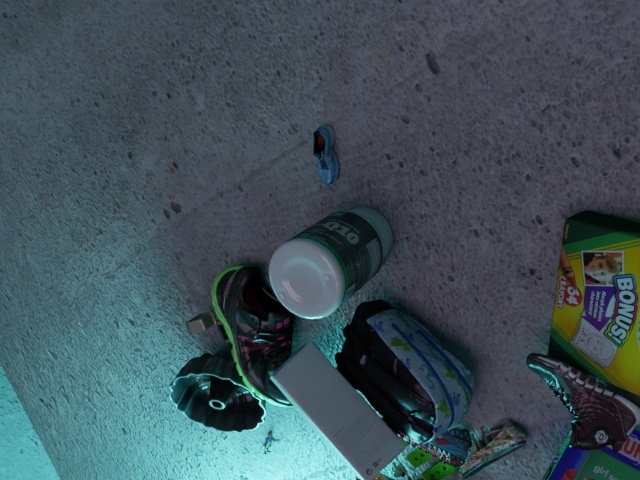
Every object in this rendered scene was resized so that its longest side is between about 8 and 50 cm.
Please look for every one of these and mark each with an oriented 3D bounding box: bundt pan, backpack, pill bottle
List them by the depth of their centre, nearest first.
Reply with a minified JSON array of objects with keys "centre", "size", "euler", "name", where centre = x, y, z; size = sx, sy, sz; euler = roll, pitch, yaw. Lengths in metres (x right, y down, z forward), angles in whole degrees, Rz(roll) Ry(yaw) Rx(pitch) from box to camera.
[{"centre":[0.042,0.041,1.669],"size":[0.204,0.361,0.204],"euler":[10,112,25],"name":"pill bottle"},{"centre":[0.234,0.366,1.748],"size":[0.355,0.273,0.290],"euler":[53,139,46],"name":"backpack"},{"centre":[-0.322,0.489,2.131],"size":[0.331,0.124,0.331],"euler":[7,132,8],"name":"bundt pan"}]

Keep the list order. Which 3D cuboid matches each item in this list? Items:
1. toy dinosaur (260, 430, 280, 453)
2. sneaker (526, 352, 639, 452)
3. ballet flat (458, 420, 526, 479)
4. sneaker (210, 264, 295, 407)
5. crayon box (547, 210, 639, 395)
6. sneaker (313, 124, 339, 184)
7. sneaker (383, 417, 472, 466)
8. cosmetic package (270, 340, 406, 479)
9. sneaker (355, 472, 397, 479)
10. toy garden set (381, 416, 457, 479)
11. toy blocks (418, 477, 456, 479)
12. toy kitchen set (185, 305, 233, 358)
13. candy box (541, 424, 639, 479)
[{"centre":[-0.184,0.688,2.226],"size":[0.090,0.047,0.082],"euler":[2,91,39],"name":"toy dinosaur"},{"centre":[0.585,0.389,1.511],"size":[0.281,0.106,0.162],"euler":[29,80,22],"name":"sneaker"},{"centre":[0.470,0.580,1.811],"size":[0.241,0.091,0.077],"euler":[-44,54,29],"name":"ballet flat"},{"centre":[-0.165,0.296,1.986],"size":[0.202,0.185,0.483],"euler":[-24,96,37],"name":"sneaker"},{"centre":[0.689,0.147,1.445],"size":[0.313,0.106,0.363],"euler":[21,119,45],"name":"crayon box"},{"centre":[0.003,-0.228,1.764],"size":[0.063,0.073,0.162],"euler":[-1,107,29],"name":"sneaker"},{"centre":[0.305,0.531,1.854],"size":[0.262,0.125,0.104],"euler":[29,146,11],"name":"sneaker"},{"centre":[0.037,0.476,1.835],"size":[0.385,0.156,0.217],"euler":[49,167,2],"name":"cosmetic package"},{"centre":[0.228,0.768,1.971],"size":[0.262,0.121,0.099],"euler":[29,98,10],"name":"sneaker"},{"centre":[0.258,0.628,1.955],"size":[0.244,0.049,0.204],"euler":[47,121,5],"name":"toy garden set"},{"centre":[0.414,0.854,1.769],"size":[0.288,0.260,0.309],"euler":[-3,107,1],"name":"toy blocks"},{"centre":[-0.343,0.326,2.104],"size":[0.122,0.166,0.207],"euler":[-18,98,32],"name":"toy kitchen set"},{"centre":[0.697,0.568,1.544],"size":[0.268,0.122,0.317],"euler":[31,77,16],"name":"candy box"}]
